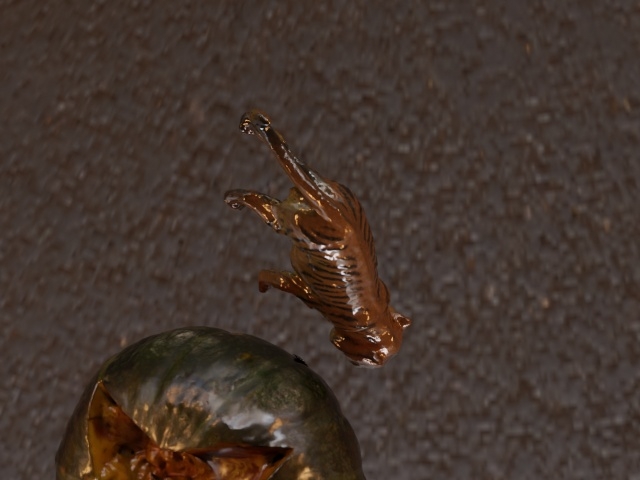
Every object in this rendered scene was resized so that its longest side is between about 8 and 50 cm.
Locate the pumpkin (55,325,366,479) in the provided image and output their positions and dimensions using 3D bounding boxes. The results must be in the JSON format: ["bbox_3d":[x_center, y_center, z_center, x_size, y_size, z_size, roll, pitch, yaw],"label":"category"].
[{"bbox_3d":[-0.072,0.175,1.305,0.238,0.159,0.238,1,91,38],"label":"pumpkin"}]

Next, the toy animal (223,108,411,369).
[{"bbox_3d":[0.000,0.000,1.211,0.099,0.057,0.241,30,156,27],"label":"toy animal"}]
